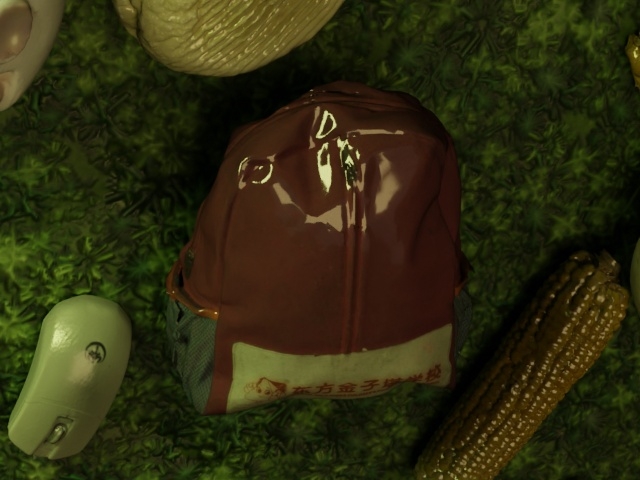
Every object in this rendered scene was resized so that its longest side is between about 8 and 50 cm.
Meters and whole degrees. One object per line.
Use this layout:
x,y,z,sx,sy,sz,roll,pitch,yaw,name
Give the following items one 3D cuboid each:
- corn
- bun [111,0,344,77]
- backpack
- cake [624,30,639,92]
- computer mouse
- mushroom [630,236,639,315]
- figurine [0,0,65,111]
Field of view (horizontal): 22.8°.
0.212,0.145,1.655,0.097,0.097,0.320,29,104,-31,corn
-0.079,-0.239,1.313,0.220,0.134,0.220,-25,150,-16,bun
0.000,0.000,1.425,0.283,0.197,0.317,-9,129,-15,backpack
0.370,-0.125,1.568,0.079,0.116,0.185,-27,118,-9,cake
-0.237,0.140,1.493,0.089,0.056,0.182,18,108,-23,computer mouse
0.433,0.017,1.593,0.246,0.202,0.246,-24,134,-28,mushroom
-0.265,-0.227,1.150,0.211,0.253,0.361,-3,144,-43,figurine
